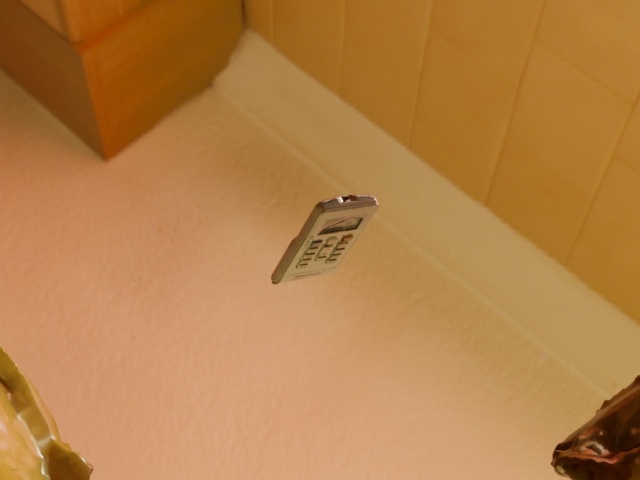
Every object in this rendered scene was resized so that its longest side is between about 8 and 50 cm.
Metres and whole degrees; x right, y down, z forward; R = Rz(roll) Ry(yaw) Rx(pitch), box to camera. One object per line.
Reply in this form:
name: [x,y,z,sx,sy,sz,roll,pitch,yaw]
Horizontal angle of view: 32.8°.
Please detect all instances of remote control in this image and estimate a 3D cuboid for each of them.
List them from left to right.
remote control: [0.000,0.000,1.022,0.061,0.162,0.029,-10,-114,-25]

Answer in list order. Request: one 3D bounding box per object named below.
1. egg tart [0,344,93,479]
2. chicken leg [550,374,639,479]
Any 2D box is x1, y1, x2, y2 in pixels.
egg tart: [-0.169,0.092,0.360,0.132,0.345,0.345,-35,-116,1]
chicken leg: [0.237,0.113,0.489,0.140,0.361,0.211,16,-136,-42]
